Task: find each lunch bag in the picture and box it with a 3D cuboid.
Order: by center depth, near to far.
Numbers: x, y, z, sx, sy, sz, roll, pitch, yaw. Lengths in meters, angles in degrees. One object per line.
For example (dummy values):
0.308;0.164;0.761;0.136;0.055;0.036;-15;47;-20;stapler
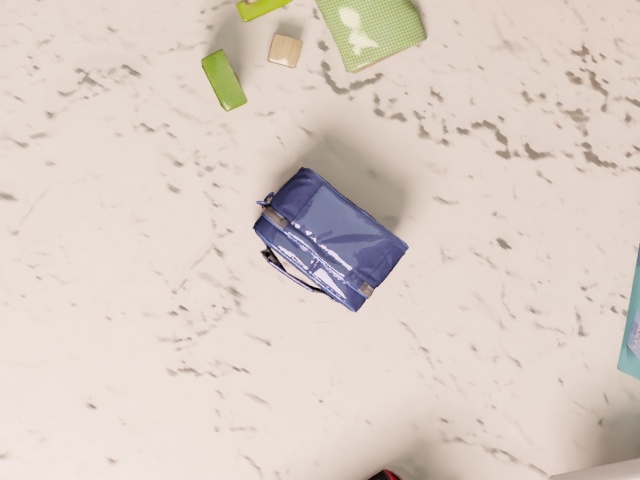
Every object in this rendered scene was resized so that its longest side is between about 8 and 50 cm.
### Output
0.000;0.000;1.047;0.098;0.067;0.065;37;89;-7;lunch bag

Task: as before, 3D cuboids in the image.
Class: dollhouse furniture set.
-0.005;-0.136;1.040;0.152;0.058;0.076;-25;97;-3;dollhouse furniture set

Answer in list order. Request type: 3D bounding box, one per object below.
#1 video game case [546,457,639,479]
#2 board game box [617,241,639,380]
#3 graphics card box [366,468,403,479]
0.268;0.224;1.078;0.227;0.026;0.206;-11;118;-6;video game case
0.392;-0.007;1.083;0.336;0.079;0.253;8;93;-7;board game box
-0.046;0.346;1.057;0.371;0.094;0.233;-32;97;-4;graphics card box
